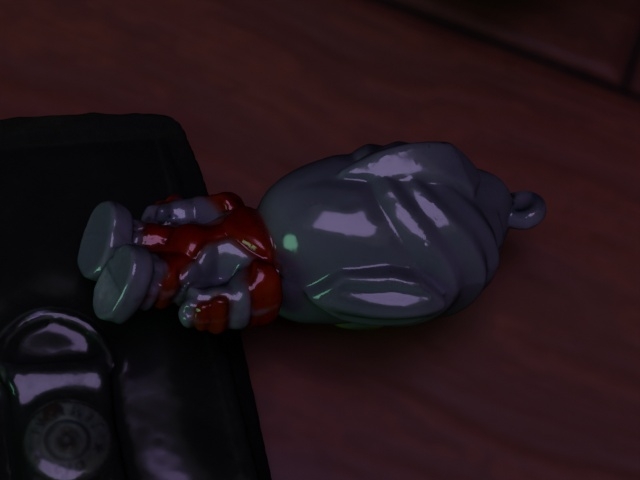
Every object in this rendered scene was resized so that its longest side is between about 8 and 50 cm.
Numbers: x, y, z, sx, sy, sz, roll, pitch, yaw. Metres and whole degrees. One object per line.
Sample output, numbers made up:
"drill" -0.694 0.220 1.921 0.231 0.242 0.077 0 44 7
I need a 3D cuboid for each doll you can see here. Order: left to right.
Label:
"doll" 0.000 0.000 0.567 0.180 0.079 0.094 -7 38 -18

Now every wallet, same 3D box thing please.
"wallet" -0.107 0.060 0.552 0.169 0.052 0.245 -8 66 -13
